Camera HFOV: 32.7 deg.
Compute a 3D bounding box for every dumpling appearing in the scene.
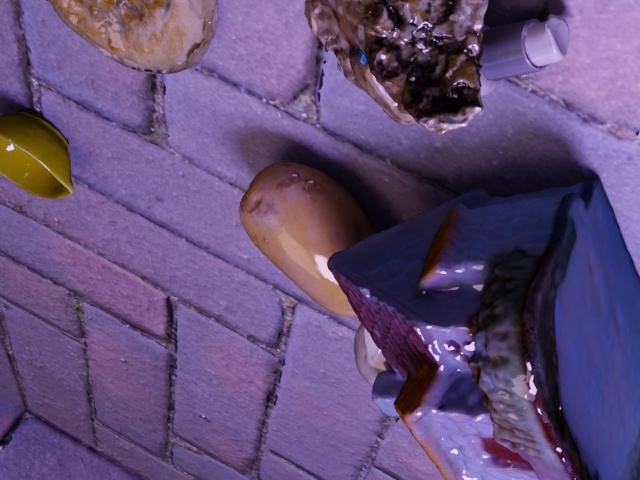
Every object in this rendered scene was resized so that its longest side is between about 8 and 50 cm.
[{"bbox_3d":[0.124,0.138,1.466,0.162,0.132,0.250,-10,161,2],"label":"dumpling"}]

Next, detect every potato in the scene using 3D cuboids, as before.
[{"bbox_3d":[0.000,0.000,1.379,0.234,0.150,0.146,42,130,-18],"label":"potato"}]

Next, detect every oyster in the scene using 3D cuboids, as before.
[{"bbox_3d":[0.056,-0.211,1.015,0.223,0.083,0.214,8,108,41],"label":"oyster"}]

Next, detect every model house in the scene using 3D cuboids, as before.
[{"bbox_3d":[0.164,0.128,1.222,0.339,0.297,0.360,-2,137,35],"label":"model house"}]

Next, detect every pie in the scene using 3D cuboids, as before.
[{"bbox_3d":[-0.235,-0.301,1.253,0.274,0.055,0.274,24,149,15],"label":"pie"}]

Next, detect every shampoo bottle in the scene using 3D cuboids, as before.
[{"bbox_3d":[0.153,-0.175,1.047,0.192,0.074,0.074,-5,133,45],"label":"shampoo bottle"}]

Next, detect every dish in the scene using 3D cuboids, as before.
[{"bbox_3d":[-0.448,-0.143,1.665,0.207,0.080,0.149,28,154,6],"label":"dish"}]
